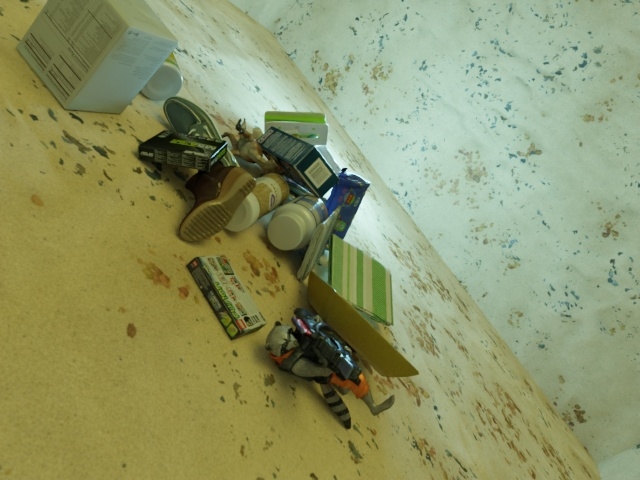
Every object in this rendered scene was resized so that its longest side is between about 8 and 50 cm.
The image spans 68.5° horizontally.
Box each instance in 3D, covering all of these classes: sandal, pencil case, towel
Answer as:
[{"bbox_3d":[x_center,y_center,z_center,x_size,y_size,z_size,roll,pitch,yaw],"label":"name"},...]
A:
[{"bbox_3d":[-0.057,-0.146,1.837,0.303,0.086,0.120,26,-9,-17],"label":"sandal"},{"bbox_3d":[0.067,-0.109,1.729,0.133,0.306,0.119,15,20,-28],"label":"pencil case"},{"bbox_3d":[0.145,0.147,1.660,0.325,0.038,0.247,30,49,-34],"label":"towel"},{"bbox_3d":[0.000,0.000,1.555,0.034,0.209,0.285,25,21,5],"label":"towel"}]

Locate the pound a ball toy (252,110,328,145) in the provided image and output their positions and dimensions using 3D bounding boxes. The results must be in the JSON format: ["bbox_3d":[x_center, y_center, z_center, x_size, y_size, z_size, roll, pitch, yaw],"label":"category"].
[{"bbox_3d":[-0.129,-0.451,2.016,0.320,0.135,0.208,-1,39,-7],"label":"pound a ball toy"}]

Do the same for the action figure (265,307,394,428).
[{"bbox_3d":[0.010,0.306,1.088,0.330,0.178,0.341,39,-2,-17],"label":"action figure"}]

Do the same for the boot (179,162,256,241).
[{"bbox_3d":[-0.302,-0.109,1.232,0.207,0.248,0.090,24,-30,43],"label":"boot"}]

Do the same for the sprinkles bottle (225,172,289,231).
[{"bbox_3d":[-0.201,-0.128,1.452,0.121,0.121,0.355,49,20,-4],"label":"sprinkles bottle"}]

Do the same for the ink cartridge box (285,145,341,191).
[{"bbox_3d":[-0.052,-0.302,2.012,0.311,0.065,0.185,-20,72,-42],"label":"ink cartridge box"}]

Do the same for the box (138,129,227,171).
[{"bbox_3d":[-0.368,-0.248,1.281,0.191,0.045,0.184,10,24,0],"label":"box"}]

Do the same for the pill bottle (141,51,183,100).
[{"bbox_3d":[-0.535,-0.575,1.501,0.136,0.136,0.245,22,35,-52],"label":"pill bottle"}]

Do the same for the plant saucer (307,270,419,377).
[{"bbox_3d":[0.091,0.247,1.344,0.333,0.081,0.333,45,-5,-13],"label":"plant saucer"}]

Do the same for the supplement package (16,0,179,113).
[{"bbox_3d":[-0.538,-0.477,1.148,0.198,0.263,0.199,51,20,2],"label":"supplement package"}]

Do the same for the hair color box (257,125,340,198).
[{"bbox_3d":[-0.093,-0.291,1.717,0.174,0.105,0.347,49,-6,-38],"label":"hair color box"}]

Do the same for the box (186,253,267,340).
[{"bbox_3d":[-0.218,0.127,1.103,0.207,0.036,0.114,56,21,14],"label":"box"}]

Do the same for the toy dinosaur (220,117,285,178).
[{"bbox_3d":[-0.245,-0.314,1.683,0.200,0.127,0.295,34,22,-37],"label":"toy dinosaur"}]

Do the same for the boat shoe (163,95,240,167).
[{"bbox_3d":[-0.366,-0.303,1.422,0.319,0.116,0.099,53,16,-9],"label":"boat shoe"}]

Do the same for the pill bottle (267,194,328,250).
[{"bbox_3d":[-0.076,-0.056,1.543,0.152,0.152,0.272,50,21,-3],"label":"pill bottle"}]
